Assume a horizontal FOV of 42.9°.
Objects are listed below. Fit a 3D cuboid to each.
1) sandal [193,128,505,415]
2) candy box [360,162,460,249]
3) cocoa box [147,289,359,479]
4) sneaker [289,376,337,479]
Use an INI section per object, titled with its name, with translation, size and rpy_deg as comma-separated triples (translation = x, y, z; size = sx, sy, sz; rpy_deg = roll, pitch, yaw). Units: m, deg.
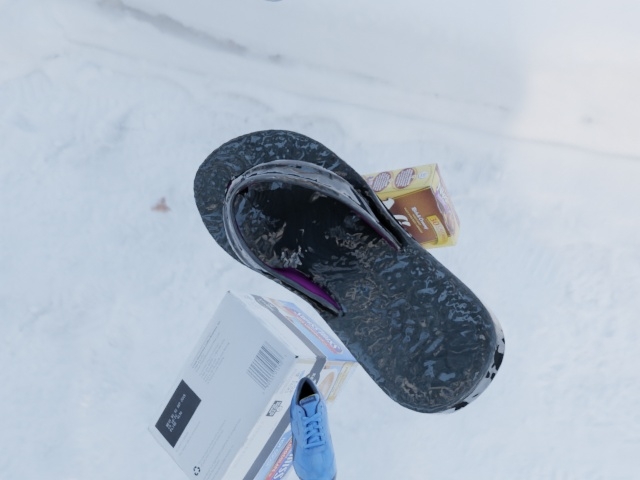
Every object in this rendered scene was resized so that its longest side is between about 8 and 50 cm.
[sandal]
translation = 0.002, -0.001, 0.851
size = 0.446, 0.107, 0.167
rpy_deg = 38, 95, 35
[candy box]
translation = 0.082, -0.036, 1.096
size = 0.186, 0.109, 0.053
rpy_deg = -9, 40, 26
[cocoa box]
translation = -0.134, 0.312, 1.648
size = 0.231, 0.228, 0.347
rpy_deg = 38, 102, 35
[sneaker]
translation = -0.017, 0.307, 1.318
size = 0.069, 0.082, 0.209
rpy_deg = -7, 31, -3
